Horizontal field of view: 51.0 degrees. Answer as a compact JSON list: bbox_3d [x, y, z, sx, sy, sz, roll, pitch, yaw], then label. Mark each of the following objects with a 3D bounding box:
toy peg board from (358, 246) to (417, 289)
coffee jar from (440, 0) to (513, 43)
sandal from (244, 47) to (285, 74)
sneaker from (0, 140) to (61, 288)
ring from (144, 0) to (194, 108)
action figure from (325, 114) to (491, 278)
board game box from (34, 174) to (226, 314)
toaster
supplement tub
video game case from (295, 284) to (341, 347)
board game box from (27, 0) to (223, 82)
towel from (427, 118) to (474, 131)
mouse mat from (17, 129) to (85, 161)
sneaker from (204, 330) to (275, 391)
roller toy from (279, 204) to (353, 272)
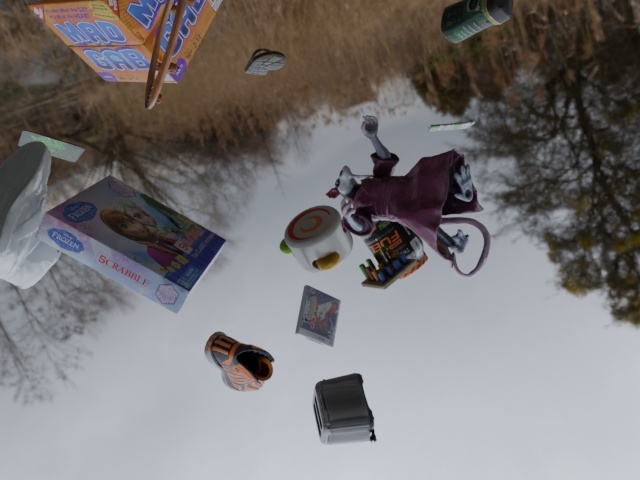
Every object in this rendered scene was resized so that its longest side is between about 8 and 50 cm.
[{"bbox_3d":[0.224,0.090,2.359,0.161,0.079,0.161,-38,-165,-20],"label":"toy peg board"},{"bbox_3d":[0.398,-0.575,1.698,0.079,0.096,0.184,23,159,-35],"label":"coffee jar"},{"bbox_3d":[-0.173,-0.553,2.051,0.090,0.060,0.219,6,179,-21],"label":"sandal"},{"bbox_3d":[-0.607,-0.047,1.400,0.108,0.169,0.292,6,-114,22],"label":"sneaker"},{"bbox_3d":[-0.327,-0.447,1.468,0.032,0.336,0.337,13,-178,-23],"label":"ring"},{"bbox_3d":[0.174,-0.098,1.454,0.370,0.276,0.248,11,-111,46],"label":"action figure"},{"bbox_3d":[-0.389,-0.004,1.451,0.065,0.318,0.318,-59,-175,19],"label":"board game box"},{"bbox_3d":[0.063,0.491,1.916,0.147,0.129,0.226,-5,-134,-11],"label":"toaster"},{"bbox_3d":[0.276,-0.013,2.664,0.194,0.316,0.193,-37,-175,3],"label":"supplement tub"},{"bbox_3d":[-0.006,0.297,2.616,0.023,0.184,0.201,-19,-128,47],"label":"video game case"},{"bbox_3d":[-0.600,-0.751,2.120,0.357,0.356,0.356,10,-113,33],"label":"board game box"},{"bbox_3d":[0.466,-0.414,2.408,0.152,0.023,0.113,-5,-179,2],"label":"towel"},{"bbox_3d":[-0.704,-0.243,1.750,0.153,0.007,0.190,16,167,-25],"label":"mouse mat"},{"bbox_3d":[-0.208,0.395,2.011,0.180,0.321,0.124,15,-113,31],"label":"sneaker"},{"bbox_3d":[0.000,0.000,2.078,0.209,0.146,0.191,9,-130,43],"label":"roller toy"}]
